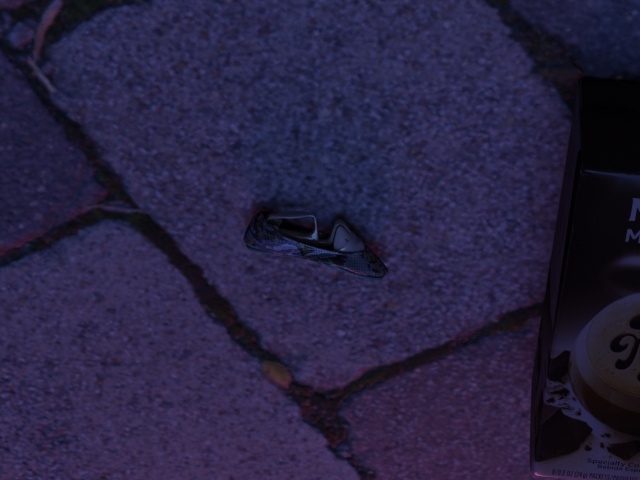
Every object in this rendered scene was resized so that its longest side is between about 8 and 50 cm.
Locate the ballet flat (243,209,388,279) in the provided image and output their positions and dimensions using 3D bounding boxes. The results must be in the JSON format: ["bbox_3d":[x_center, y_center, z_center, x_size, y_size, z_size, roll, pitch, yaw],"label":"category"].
[{"bbox_3d":[0.000,0.000,1.509,0.114,0.041,0.041,14,128,-5],"label":"ballet flat"}]

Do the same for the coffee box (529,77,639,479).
[{"bbox_3d":[0.253,0.039,1.459,0.168,0.119,0.297,5,128,3],"label":"coffee box"}]
